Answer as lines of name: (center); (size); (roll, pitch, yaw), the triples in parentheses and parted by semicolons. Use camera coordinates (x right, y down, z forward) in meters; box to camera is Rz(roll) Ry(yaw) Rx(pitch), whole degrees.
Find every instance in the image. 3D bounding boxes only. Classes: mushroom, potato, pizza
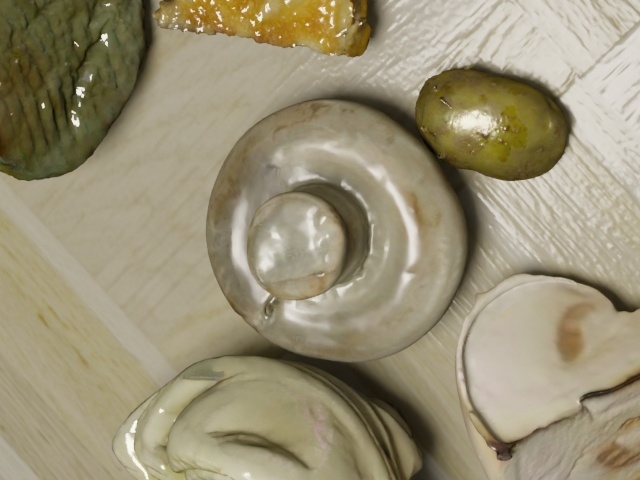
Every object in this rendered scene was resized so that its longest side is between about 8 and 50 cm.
mushroom: (0.216, 0.134, 1.152); (0.236, 0.173, 0.162); (-24, 50, -14)
potato: (0.149, -0.102, 1.138); (0.138, 0.070, 0.091); (18, 108, 13)
mushroom: (0.000, 0.000, 1.125); (0.243, 0.243, 0.243); (4, 103, 17)
pizza: (-0.074, -0.299, 1.155); (0.223, 0.089, 0.323); (-16, 102, 29)

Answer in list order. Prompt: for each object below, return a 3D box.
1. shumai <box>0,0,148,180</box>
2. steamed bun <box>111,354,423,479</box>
shumai: (-0.303, -0.195, 1.212); (0.204, 0.222, 0.272); (19, 88, 50)
steamed bun: (-0.016, 0.210, 1.183); (0.268, 0.207, 0.280); (0, 129, 49)
